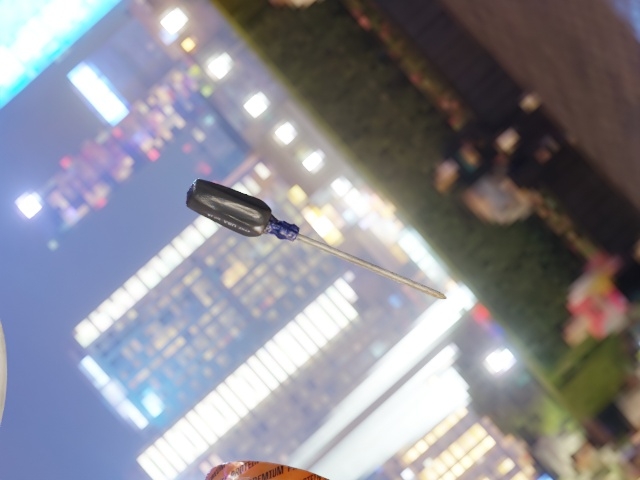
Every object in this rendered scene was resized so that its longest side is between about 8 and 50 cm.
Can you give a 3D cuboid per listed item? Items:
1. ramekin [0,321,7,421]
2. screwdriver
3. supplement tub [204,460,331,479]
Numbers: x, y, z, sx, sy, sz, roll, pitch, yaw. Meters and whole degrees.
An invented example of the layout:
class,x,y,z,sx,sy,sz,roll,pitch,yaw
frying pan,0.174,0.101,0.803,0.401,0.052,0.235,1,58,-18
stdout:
class,x,y,z,sx,sy,sz,roll,pitch,yaw
ramekin,-0.282,0.089,1.163,0.109,0.207,0.207,5,161,24
screwdriver,0.000,0.000,1.135,0.170,0.025,0.024,19,-149,-5
supplement tub,-0.066,0.368,1.673,0.194,0.316,0.193,10,152,6
